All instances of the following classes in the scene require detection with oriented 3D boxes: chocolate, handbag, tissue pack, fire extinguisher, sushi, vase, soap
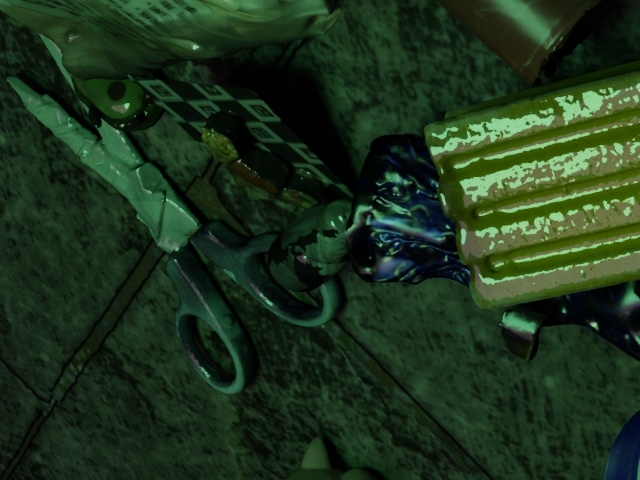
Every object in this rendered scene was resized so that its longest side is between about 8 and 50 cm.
[{"bbox_3d":[0.188,0.026,1.429,0.343,0.126,0.148,20,97,22],"label":"chocolate"},{"bbox_3d":[-0.185,-0.136,1.682,0.111,0.072,0.047,35,-175,27],"label":"handbag"},{"bbox_3d":[-0.184,-0.281,1.441,0.390,0.195,0.375,-2,125,57],"label":"tissue pack"},{"bbox_3d":[0.057,-0.249,1.327,0.337,0.106,0.147,44,167,8],"label":"fire extinguisher"},{"bbox_3d":[-0.064,-0.068,1.572,0.139,0.031,0.201,9,156,40],"label":"sushi"},{"bbox_3d":[0.000,0.000,1.559,0.060,0.060,0.211,48,166,1],"label":"vase"},{"bbox_3d":[0.200,-0.045,1.298,0.232,0.073,0.140,-13,103,26],"label":"soap"}]

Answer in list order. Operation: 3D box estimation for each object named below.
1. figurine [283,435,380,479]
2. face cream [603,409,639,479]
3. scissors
[{"bbox_3d":[0.006,0.273,1.810,0.125,0.125,0.138,28,125,25],"label":"figurine"},{"bbox_3d":[0.308,0.204,1.371,0.111,0.206,0.206,-19,108,48],"label":"face cream"},{"bbox_3d":[-0.152,-0.038,1.764,0.383,0.029,0.256,51,142,-1],"label":"scissors"}]
